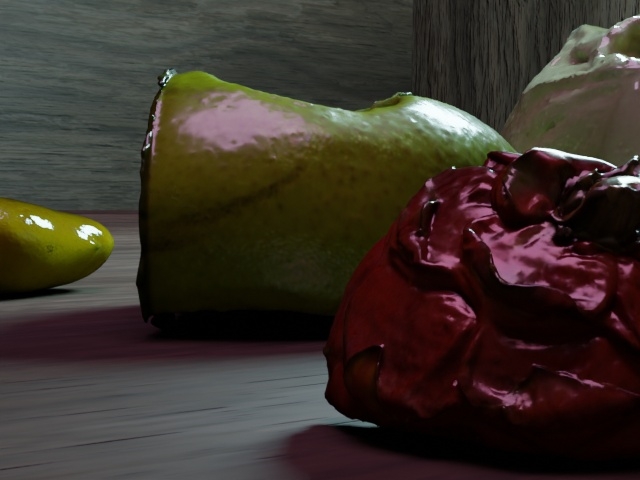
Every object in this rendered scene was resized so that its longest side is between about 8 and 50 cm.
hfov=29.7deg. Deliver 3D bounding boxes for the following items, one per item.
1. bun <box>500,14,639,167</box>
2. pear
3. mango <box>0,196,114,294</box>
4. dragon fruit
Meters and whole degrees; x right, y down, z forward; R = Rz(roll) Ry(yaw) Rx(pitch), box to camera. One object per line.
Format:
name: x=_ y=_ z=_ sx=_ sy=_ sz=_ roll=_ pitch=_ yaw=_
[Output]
bun: x=0.333 y=-0.097 z=1.086 sx=0.365 sy=0.219 sz=0.365 roll=-2 pitch=18 yaw=1
pear: x=0.018 y=-0.025 z=0.784 sx=0.255 sy=0.164 sz=0.238 roll=2 pitch=1 yaw=4
mango: x=-0.235 y=0.004 z=0.936 sx=0.103 sy=0.076 sz=0.161 roll=-3 pitch=-4 yaw=45
dragon fruit: x=0.075 y=0.021 z=0.421 sx=0.162 sy=0.106 sz=0.083 roll=4 pitch=5 yaw=12
